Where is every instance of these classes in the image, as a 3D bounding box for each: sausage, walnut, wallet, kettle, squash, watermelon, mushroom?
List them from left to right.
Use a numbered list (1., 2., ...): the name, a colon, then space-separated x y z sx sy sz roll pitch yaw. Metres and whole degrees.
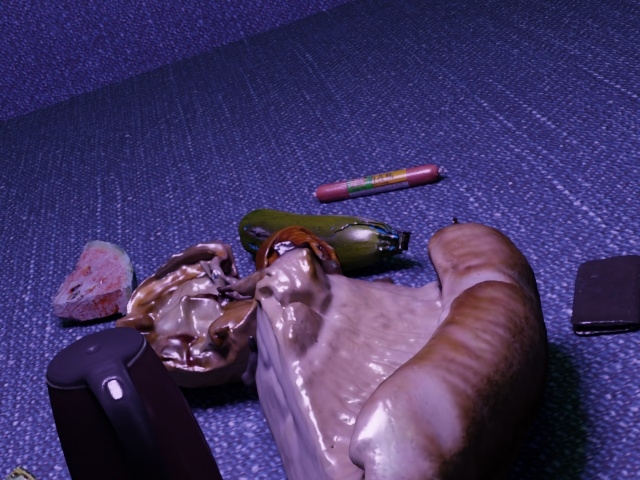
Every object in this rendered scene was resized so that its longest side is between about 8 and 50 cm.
1. watermelon: -0.344 0.077 1.757 0.139 0.071 0.187 -33 35 -15
2. kettle: -0.186 0.210 1.137 0.144 0.232 0.202 -23 24 -9
3. walnut: -0.139 0.112 1.443 0.204 0.141 0.238 -40 30 -17
4. walnut: -0.025 0.049 1.525 0.116 0.115 0.207 -22 27 -9
5. squash: 0.001 0.001 1.645 0.331 0.087 0.087 3 32 43
6. sausage: 0.091 -0.091 1.848 0.223 0.029 0.029 -10 25 18
7. mushroom: 0.106 0.165 1.110 0.314 0.224 0.397 -7 29 -11
8. wallet: 0.338 0.062 1.351 0.082 0.018 0.156 -8 25 20

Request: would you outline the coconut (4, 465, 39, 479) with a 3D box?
1. coconut: -0.361 0.320 1.244 0.158 0.055 0.133 -32 28 -26
